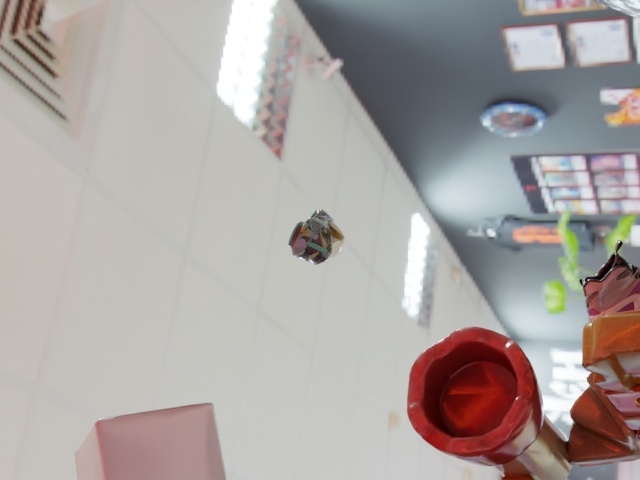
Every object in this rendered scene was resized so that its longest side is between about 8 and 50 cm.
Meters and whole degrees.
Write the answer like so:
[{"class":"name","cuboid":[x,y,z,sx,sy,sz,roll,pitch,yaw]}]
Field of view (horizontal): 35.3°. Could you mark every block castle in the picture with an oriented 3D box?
[{"class":"block castle","cuboid":[0.270,0.167,0.539,0.213,0.453,0.303,45,-139,-49]}]

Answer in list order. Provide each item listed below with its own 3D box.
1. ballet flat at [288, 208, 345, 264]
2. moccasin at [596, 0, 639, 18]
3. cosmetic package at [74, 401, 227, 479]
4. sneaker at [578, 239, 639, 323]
[{"class":"ballet flat","cuboid":[0.000,0.000,1.333,0.188,0.070,0.070,-51,-42,-78]},{"class":"moccasin","cuboid":[0.078,-0.177,0.388,0.342,0.138,0.117,10,-78,-43]},{"class":"cosmetic package","cuboid":[-0.189,0.322,1.149,0.224,0.138,0.224,133,128,-64]},{"class":"sneaker","cuboid":[0.259,0.030,0.817,0.038,0.098,0.069,-112,2,-84]}]
